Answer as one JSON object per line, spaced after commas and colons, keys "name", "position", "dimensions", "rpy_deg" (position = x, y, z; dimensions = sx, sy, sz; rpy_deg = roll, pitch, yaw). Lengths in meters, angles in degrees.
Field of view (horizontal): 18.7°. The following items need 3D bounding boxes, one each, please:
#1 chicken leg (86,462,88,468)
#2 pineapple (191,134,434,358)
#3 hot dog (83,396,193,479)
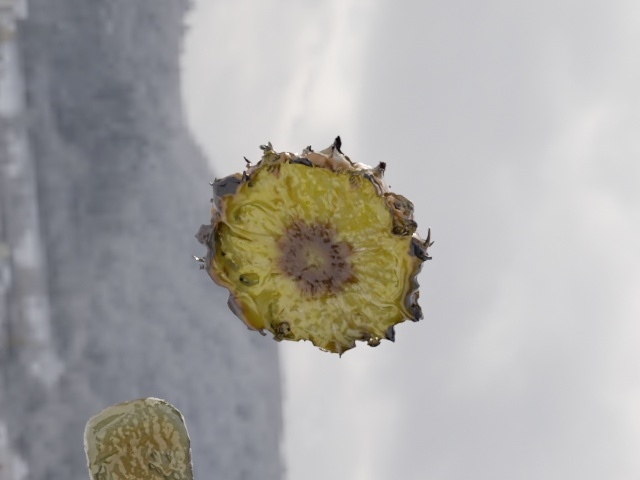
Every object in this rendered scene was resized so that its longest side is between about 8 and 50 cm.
{"name": "chicken leg", "position": [-0.242, 0.271, 2.436], "dimensions": [0.105, 0.063, 0.234], "rpy_deg": [-56, -168, -9]}
{"name": "pineapple", "position": [0.000, 0.000, 1.662], "dimensions": [0.076, 0.224, 0.225], "rpy_deg": [-61, 159, -54]}
{"name": "hot dog", "position": [-0.127, 0.242, 1.493], "dimensions": [0.073, 0.084, 0.243], "rpy_deg": [133, -54, -83]}
